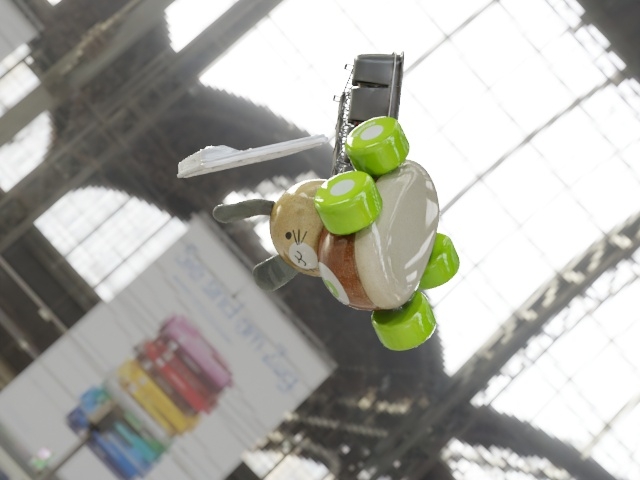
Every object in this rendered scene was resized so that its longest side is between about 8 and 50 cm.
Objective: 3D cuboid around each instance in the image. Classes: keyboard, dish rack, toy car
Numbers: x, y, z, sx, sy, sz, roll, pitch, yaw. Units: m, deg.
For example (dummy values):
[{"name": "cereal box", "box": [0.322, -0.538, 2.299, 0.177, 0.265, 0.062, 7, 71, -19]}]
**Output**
[{"name": "keyboard", "box": [-0.049, -0.051, 0.868, 0.256, 0.072, 0.014, -169, -108, -81]}, {"name": "dish rack", "box": [0.050, -0.124, 1.833, 0.074, 0.208, 0.271, 8, -10, -4]}, {"name": "toy car", "box": [0.000, 0.000, 1.182, 0.188, 0.149, 0.155, -6, -54, 30]}]
